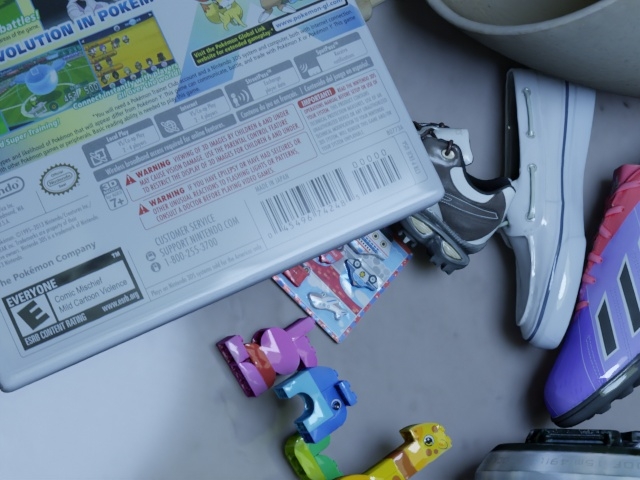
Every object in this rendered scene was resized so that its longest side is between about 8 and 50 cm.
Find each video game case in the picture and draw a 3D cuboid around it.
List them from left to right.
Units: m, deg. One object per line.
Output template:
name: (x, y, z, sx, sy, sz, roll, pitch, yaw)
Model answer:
video game case: (-0.123, -0.098, 1.188, 0.329, 0.036, 0.300, -24, 85, -13)

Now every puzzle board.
puzzle board: (0.000, 0.000, 1.326, 0.128, 0.011, 0.096, 46, 69, -12)

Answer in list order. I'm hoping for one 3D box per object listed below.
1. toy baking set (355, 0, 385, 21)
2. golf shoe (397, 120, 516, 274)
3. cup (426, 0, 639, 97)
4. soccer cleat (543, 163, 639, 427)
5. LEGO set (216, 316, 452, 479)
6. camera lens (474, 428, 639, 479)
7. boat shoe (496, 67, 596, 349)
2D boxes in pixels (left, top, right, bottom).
toy baking set: (-0.055, -0.223, 1.323, 0.256, 0.030, 0.197, -36, 95, -23)
golf shoe: (0.060, -0.067, 1.310, 0.198, 0.077, 0.094, 38, 106, -22)
cup: (0.268, -0.236, 1.330, 0.237, 0.331, 0.331, 35, 70, -36)
soccer cleat: (0.251, 0.009, 1.387, 0.116, 0.108, 0.318, 43, 66, -7)
LEGO set: (0.032, 0.146, 1.281, 0.093, 0.087, 0.227, -33, 98, -23)
camera lens: (0.216, 0.278, 1.270, 0.219, 0.219, 0.274, 7, 81, -22)
boat shoe: (0.162, -0.028, 1.372, 0.075, 0.083, 0.226, 11, 69, -7)
